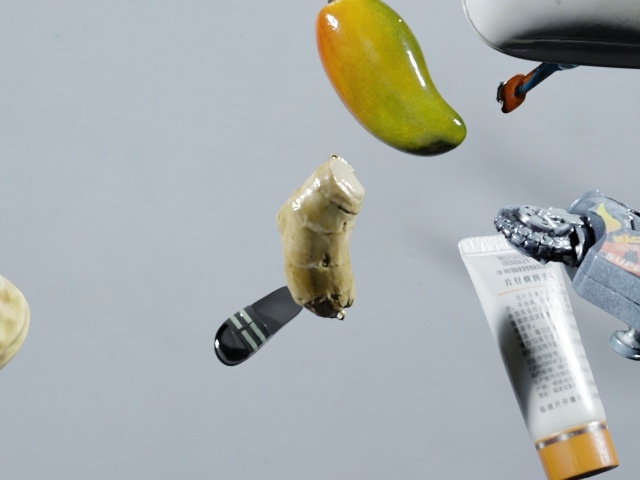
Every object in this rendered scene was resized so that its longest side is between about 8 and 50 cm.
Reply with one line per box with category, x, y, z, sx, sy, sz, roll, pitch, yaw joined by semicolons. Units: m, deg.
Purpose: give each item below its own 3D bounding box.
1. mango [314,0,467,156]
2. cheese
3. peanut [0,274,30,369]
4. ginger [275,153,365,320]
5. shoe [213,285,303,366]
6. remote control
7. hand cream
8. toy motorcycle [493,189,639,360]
mango;0.093;-0.238;1.665;0.146;0.129;0.289;-20;71;-21
cheese;0.361;-0.275;1.677;0.256;0.037;0.106;-35;150;-8
peanut;-0.456;0.075;1.135;0.325;0.140;0.153;6;81;5
ginger;0.002;0.000;1.244;0.095;0.069;0.190;-4;103;-12
shoe;-0.095;0.126;1.791;0.179;0.049;0.071;-36;80;-27
remote control;0.196;-0.142;0.674;0.229;0.044;0.073;1;64;-8
hand cream;0.263;0.132;1.358;0.140;0.089;0.314;-3;70;-24
toy motorcycle;0.323;0.035;1.116;0.307;0.173;0.108;31;116;21
